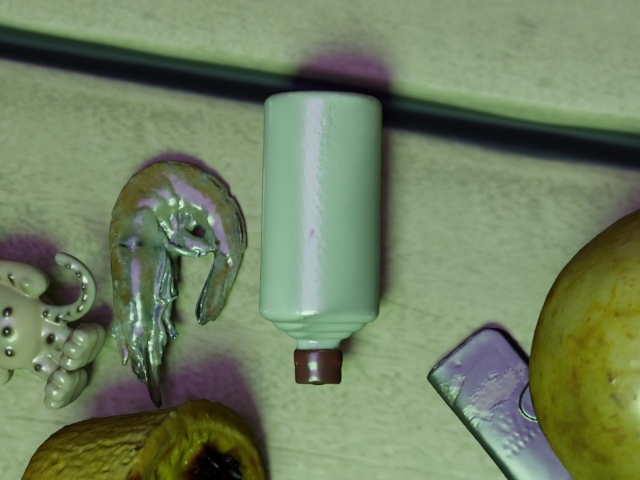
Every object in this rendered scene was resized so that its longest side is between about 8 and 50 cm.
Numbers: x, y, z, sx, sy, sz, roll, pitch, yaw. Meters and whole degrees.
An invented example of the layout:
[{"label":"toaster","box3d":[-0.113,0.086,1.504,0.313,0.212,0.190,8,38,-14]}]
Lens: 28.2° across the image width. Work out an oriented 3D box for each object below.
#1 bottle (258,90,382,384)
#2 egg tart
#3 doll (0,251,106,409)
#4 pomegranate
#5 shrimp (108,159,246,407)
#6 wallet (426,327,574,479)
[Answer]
[{"label":"bottle","box3d":[0.000,0.000,1.083,0.104,0.104,0.245,1,88,16]},{"label":"egg tart","box3d":[-0.146,0.237,1.078,0.170,0.215,0.215,0,88,31]},{"label":"doll","box3d":[-0.326,0.047,1.169,0.278,0.119,0.154,21,106,13]},{"label":"pomegranate","box3d":[0.274,0.084,0.926,0.260,0.260,0.261,0,88,16]},{"label":"shrimp","box3d":[-0.130,0.038,1.152,0.126,0.047,0.224,-1,87,6]},{"label":"wallet","box3d":[0.166,0.150,1.076,0.082,0.018,0.157,-40,78,11]}]
